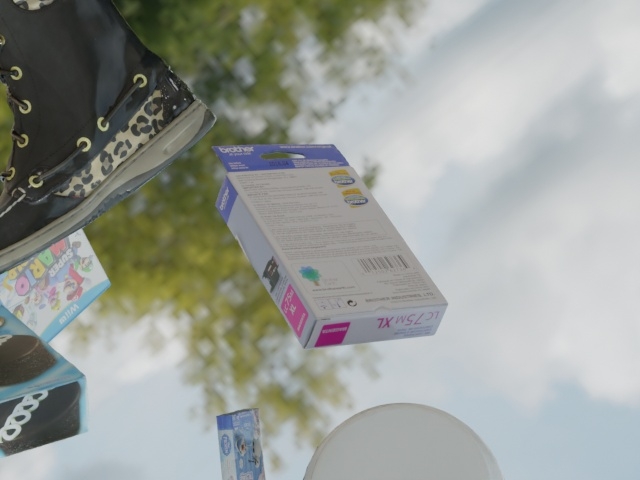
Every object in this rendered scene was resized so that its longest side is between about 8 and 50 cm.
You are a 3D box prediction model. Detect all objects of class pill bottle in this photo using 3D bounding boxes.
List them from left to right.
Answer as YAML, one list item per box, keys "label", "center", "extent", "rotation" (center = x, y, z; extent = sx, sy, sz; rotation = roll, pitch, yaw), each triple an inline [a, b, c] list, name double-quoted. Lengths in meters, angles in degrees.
- label: "pill bottle"
  center: [0.093, 0.298, 2.189]
  extent: [0.224, 0.224, 0.392]
  rotation: [-40, 168, -5]

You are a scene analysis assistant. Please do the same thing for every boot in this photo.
- label: "boot"
  center: [-0.214, -0.087, 1.412]
  extent: [0.236, 0.178, 0.085]
  rotation: [-36, -173, -15]

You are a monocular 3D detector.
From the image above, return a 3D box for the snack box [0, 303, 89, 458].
- label: "snack box"
  center: [-0.378, 0.143, 1.661]
  extent: [0.322, 0.060, 0.187]
  rotation: [-15, -153, -29]

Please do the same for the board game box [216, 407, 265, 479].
- label: "board game box"
  center: [-0.084, 0.228, 2.131]
  extent: [0.020, 0.090, 0.090]
  rotation: [-5, 179, 17]

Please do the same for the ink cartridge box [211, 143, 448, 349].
- label: "ink cartridge box"
  center: [0.000, 0.000, 2.383]
  extent: [0.186, 0.311, 0.065]
  rotation: [-4, 135, -31]

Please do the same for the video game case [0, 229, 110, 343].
- label: "video game case"
  center: [-0.284, 0.022, 1.990]
  extent: [0.015, 0.166, 0.119]
  rotation: [22, -123, 41]
